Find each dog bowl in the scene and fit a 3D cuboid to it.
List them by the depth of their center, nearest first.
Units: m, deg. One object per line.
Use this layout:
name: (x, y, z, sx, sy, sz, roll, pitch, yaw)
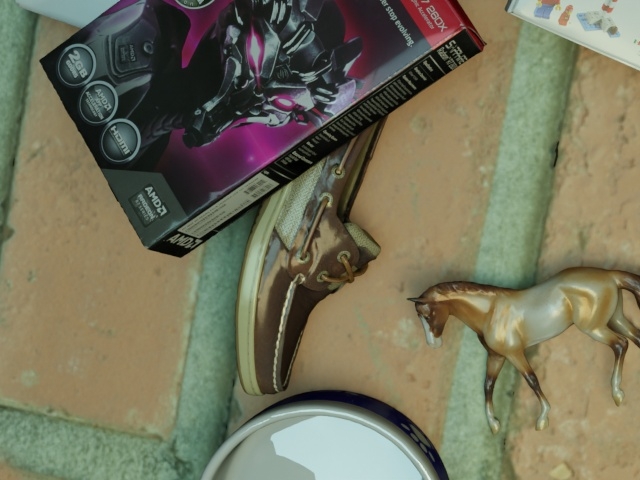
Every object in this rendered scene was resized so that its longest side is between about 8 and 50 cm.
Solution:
dog bowl: (0.006, 0.290, 1.354, 0.265, 0.104, 0.264, 1, 95, 10)

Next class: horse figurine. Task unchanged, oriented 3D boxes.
horse figurine: (0.239, 0.094, 1.318, 0.263, 0.066, 0.174, -18, 96, 13)

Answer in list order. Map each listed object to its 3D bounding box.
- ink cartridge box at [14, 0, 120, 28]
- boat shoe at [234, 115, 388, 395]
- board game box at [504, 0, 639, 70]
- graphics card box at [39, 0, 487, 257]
ink cartridge box: (-0.139, -0.320, 1.358, 0.296, 0.066, 0.261, 20, 97, 8)
boat shoe: (0.000, 0.000, 1.330, 0.123, 0.123, 0.341, 13, 90, 11)
board game box: (0.349, -0.240, 1.209, 0.305, 0.053, 0.193, 23, 105, -3)
graphics card box: (-0.060, -0.178, 1.255, 0.371, 0.094, 0.232, -34, 76, 12)
